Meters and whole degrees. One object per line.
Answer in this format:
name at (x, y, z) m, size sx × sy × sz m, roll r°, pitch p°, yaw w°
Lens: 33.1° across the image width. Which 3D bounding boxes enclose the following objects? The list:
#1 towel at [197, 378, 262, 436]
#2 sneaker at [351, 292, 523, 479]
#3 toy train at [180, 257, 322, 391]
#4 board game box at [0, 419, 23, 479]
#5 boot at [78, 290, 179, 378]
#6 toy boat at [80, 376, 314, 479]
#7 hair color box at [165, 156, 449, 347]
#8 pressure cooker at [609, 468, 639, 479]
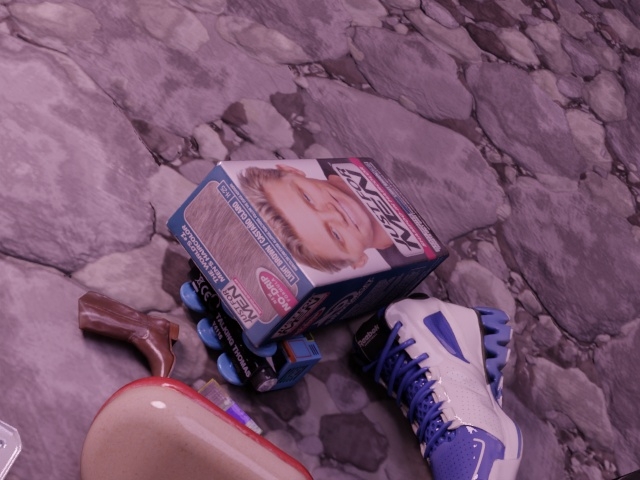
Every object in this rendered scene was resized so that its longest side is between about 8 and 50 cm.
towel at (-0.104, 0.190, 1.142) m, size 0.083 × 0.009 × 0.060 m, roll 47°, pitch 41°, yaw 9°
sneaker at (0.122, 0.172, 1.250) m, size 0.182 × 0.127 × 0.315 m, roll 23°, pitch 37°, yaw -12°
toy train at (-0.082, 0.086, 1.205) m, size 0.105 × 0.080 × 0.184 m, roll -1°, pitch 52°, yaw -48°
board game box at (-0.488, 0.210, 0.818) m, size 0.390 × 0.050 × 0.390 m, roll 32°, pitch 42°, yaw -8°
boot at (-0.207, 0.105, 1.124) m, size 0.114 × 0.037 × 0.106 m, roll 25°, pitch 30°, yaw -20°
toy boat at (-0.113, 0.222, 1.035) m, size 0.231 × 0.151 × 0.151 m, roll 36°, pitch 11°, yaw -5°
hair color box at (0.000, 0.000, 1.247) m, size 0.174 × 0.105 × 0.347 m, roll 52°, pitch 26°, yaw 15°
pressure cooker at (0.272, 0.446, 0.916) m, size 0.376 × 0.370 × 0.420 m, roll -1°, pitch 55°, yaw -49°
